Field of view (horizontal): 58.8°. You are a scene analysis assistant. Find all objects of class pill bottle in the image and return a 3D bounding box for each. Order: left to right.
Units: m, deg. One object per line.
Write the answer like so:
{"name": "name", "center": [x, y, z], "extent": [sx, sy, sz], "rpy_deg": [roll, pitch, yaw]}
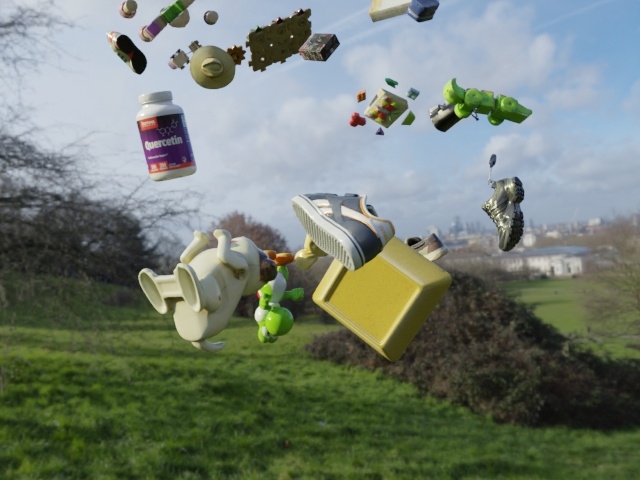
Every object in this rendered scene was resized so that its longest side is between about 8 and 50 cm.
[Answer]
{"name": "pill bottle", "center": [-0.590, -0.394, 2.159], "extent": [0.182, 0.322, 0.181], "rpy_deg": [-11, 11, 2]}

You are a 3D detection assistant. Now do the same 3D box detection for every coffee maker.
{"name": "coffee maker", "center": [0.579, -0.557, 2.494], "extent": [0.120, 0.171, 0.178], "rpy_deg": [27, -46, -31]}

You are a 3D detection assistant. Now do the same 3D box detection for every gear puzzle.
{"name": "gear puzzle", "center": [-0.180, -0.656, 1.898], "extent": [0.339, 0.044, 0.175], "rpy_deg": [-28, -29, -16]}

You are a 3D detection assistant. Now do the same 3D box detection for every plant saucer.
{"name": "plant saucer", "center": [0.157, 0.151, 1.664], "extent": [0.333, 0.332, 0.081], "rpy_deg": [36, 23, 17]}

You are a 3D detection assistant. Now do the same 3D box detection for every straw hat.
{"name": "straw hat", "center": [-0.336, -0.539, 1.769], "extent": [0.145, 0.144, 0.061], "rpy_deg": [-5, 17, -8]}

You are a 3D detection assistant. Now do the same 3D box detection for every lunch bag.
{"name": "lunch bag", "center": [0.323, -0.731, 1.794], "extent": [0.098, 0.067, 0.065], "rpy_deg": [-26, -23, -35]}

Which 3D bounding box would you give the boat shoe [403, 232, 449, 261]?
{"name": "boat shoe", "center": [0.316, 0.031, 1.915], "extent": [0.103, 0.092, 0.285], "rpy_deg": [-25, 3, -27]}

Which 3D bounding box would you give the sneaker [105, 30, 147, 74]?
{"name": "sneaker", "center": [-0.575, -0.560, 1.678], "extent": [0.075, 0.057, 0.161], "rpy_deg": [33, -11, 21]}

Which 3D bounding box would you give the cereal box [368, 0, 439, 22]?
{"name": "cereal box", "center": [0.296, -0.837, 1.933], "extent": [0.240, 0.173, 0.047], "rpy_deg": [-4, -38, 32]}

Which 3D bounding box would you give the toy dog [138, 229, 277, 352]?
{"name": "toy dog", "center": [-0.330, 0.141, 1.954], "extent": [0.285, 0.395, 0.408], "rpy_deg": [-20, 12, 42]}

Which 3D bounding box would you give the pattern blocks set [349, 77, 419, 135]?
{"name": "pattern blocks set", "center": [0.288, -0.586, 2.539], "extent": [0.286, 0.026, 0.325], "rpy_deg": [17, -34, -6]}

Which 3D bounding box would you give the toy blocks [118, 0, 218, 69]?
{"name": "toy blocks", "center": [-0.585, -0.863, 2.208], "extent": [0.288, 0.309, 0.260], "rpy_deg": [-48, 27, -9]}

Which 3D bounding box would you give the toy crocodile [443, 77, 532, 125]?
{"name": "toy crocodile", "center": [0.616, -0.508, 2.103], "extent": [0.341, 0.105, 0.115], "rpy_deg": [12, -18, -6]}

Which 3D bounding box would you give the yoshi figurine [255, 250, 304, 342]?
{"name": "yoshi figurine", "center": [-0.168, 0.224, 2.235], "extent": [0.204, 0.362, 0.203], "rpy_deg": [2, -8, -1]}

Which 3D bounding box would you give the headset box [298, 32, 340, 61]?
{"name": "headset box", "center": [-0.005, -0.452, 1.329], "extent": [0.083, 0.062, 0.032], "rpy_deg": [23, -21, 42]}

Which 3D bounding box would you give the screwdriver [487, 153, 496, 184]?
{"name": "screwdriver", "center": [0.568, -0.238, 1.893], "extent": [0.024, 0.025, 0.170], "rpy_deg": [-4, 35, 28]}

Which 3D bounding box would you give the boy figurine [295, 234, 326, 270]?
{"name": "boy figurine", "center": [0.000, 0.000, 2.345], "extent": [0.177, 0.285, 0.092], "rpy_deg": [26, 8, -48]}

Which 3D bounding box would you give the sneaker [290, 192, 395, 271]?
{"name": "sneaker", "center": [0.048, -0.039, 1.246], "extent": [0.127, 0.126, 0.321], "rpy_deg": [-32, 33, -12]}

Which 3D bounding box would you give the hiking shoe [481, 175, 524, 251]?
{"name": "hiking shoe", "center": [0.546, -0.078, 1.713], "extent": [0.114, 0.226, 0.086], "rpy_deg": [1, -10, 44]}
